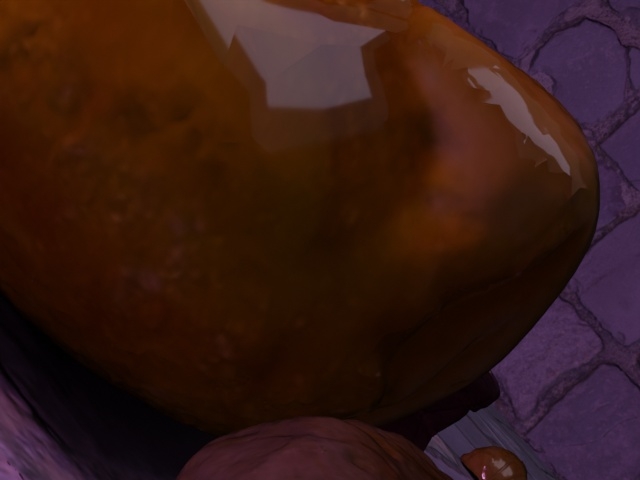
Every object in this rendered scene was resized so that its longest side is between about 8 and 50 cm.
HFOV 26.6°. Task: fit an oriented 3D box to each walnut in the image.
[{"bbox_3d":[0.215,0.274,1.608,0.091,0.052,0.121,45,1,16],"label":"walnut"}]

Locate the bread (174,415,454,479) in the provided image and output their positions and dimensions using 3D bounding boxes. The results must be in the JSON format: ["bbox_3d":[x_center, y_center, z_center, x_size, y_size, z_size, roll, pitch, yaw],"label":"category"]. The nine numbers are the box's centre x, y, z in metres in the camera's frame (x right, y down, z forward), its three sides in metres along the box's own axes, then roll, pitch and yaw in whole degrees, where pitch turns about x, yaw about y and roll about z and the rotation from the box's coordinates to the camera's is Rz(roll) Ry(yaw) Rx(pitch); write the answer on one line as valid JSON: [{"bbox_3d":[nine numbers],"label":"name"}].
[{"bbox_3d":[0.032,0.148,0.348,0.230,0.123,0.230,41,5,-4],"label":"bread"}]

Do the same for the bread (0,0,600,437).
[{"bbox_3d":[-0.050,-0.055,0.674,0.361,0.250,0.394,45,7,6],"label":"bread"}]

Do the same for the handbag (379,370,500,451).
[{"bbox_3d":[0.045,0.082,1.086,0.225,0.135,0.146,45,9,-49],"label":"handbag"}]
